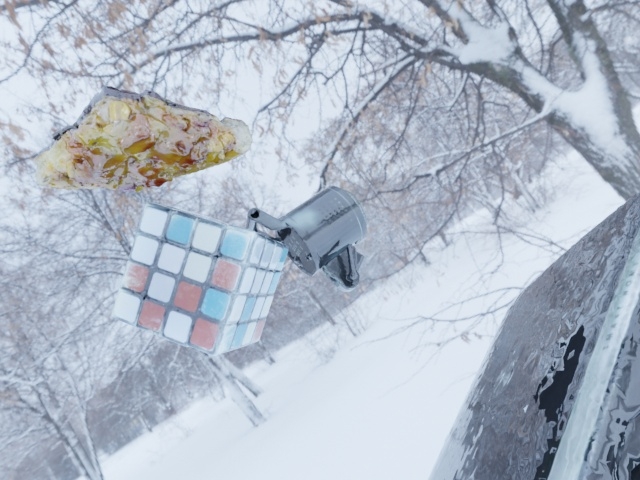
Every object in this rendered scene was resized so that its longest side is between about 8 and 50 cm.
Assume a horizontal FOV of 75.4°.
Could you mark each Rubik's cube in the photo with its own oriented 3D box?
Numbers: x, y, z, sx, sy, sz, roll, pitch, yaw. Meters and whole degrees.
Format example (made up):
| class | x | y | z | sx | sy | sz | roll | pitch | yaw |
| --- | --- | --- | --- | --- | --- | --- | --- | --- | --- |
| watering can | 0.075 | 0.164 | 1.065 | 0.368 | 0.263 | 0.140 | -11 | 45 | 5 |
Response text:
| class | x | y | z | sx | sy | sz | roll | pitch | yaw |
| --- | --- | --- | --- | --- | --- | --- | --- | --- | --- |
| Rubik's cube | -0.248 | 0.080 | 0.920 | 0.259 | 0.253 | 0.256 | 23 | -96 | -79 |

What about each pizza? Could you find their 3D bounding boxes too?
| class | x | y | z | sx | sy | sz | roll | pitch | yaw |
| --- | --- | --- | --- | --- | --- | --- | --- | --- | --- |
| pizza | -0.331 | -0.174 | 0.783 | 0.408 | 0.114 | 0.278 | -14 | -10 | -17 |

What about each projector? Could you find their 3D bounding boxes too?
| class | x | y | z | sx | sy | sz | roll | pitch | yaw |
| --- | --- | --- | --- | --- | --- | --- | --- | --- | --- |
| projector | 0.297 | 0.207 | 0.420 | 0.395 | 0.242 | 0.405 | -56 | -17 | -21 |

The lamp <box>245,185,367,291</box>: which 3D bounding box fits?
| class | x | y | z | sx | sy | sz | roll | pitch | yaw |
| --- | --- | --- | --- | --- | --- | --- | --- | --- | --- |
| lamp | -0.001 | -0.042 | 1.253 | 0.272 | 0.374 | 0.205 | -56 | 0 | -23 |
